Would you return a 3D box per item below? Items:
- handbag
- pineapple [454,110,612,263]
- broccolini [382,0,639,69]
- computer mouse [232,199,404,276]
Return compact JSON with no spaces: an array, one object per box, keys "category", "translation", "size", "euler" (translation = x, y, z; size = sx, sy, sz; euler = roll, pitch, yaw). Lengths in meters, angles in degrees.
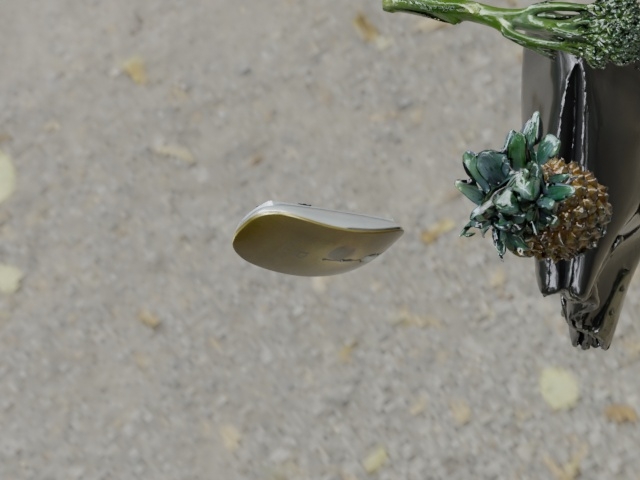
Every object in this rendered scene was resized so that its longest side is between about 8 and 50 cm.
[{"category":"handbag","translation":[0.269,-0.052,1.744],"size":[0.152,0.342,0.288],"euler":[4,77,17]},{"category":"pineapple","translation":[0.173,-0.033,1.367],"size":[0.103,0.221,0.083],"euler":[-47,71,13]},{"category":"broccolini","translation":[0.087,-0.108,0.822],"size":[0.140,0.035,0.030],"euler":[18,32,33]},{"category":"computer mouse","translation":[0.000,0.002,1.911],"size":[0.102,0.199,0.045],"euler":[-40,52,42]}]
